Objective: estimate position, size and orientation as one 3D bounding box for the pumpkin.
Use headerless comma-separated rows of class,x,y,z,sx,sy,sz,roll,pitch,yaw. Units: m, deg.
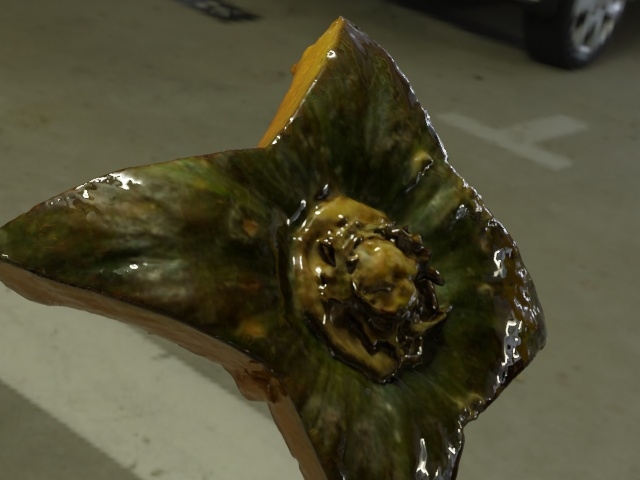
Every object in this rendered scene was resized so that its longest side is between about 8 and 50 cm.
pumpkin,0.003,0.025,0.691,0.258,0.095,0.290,54,48,-7
